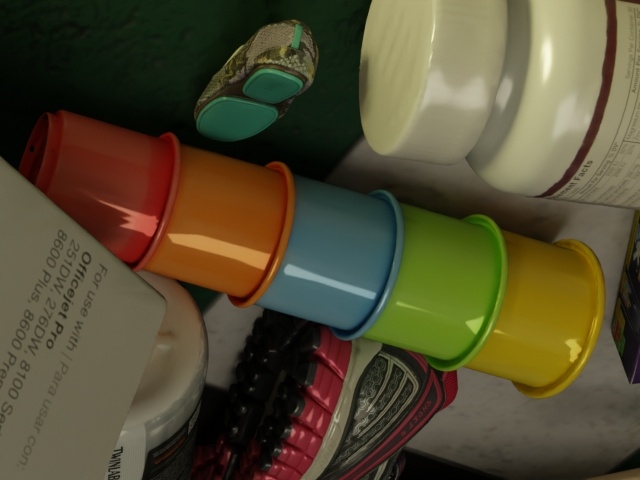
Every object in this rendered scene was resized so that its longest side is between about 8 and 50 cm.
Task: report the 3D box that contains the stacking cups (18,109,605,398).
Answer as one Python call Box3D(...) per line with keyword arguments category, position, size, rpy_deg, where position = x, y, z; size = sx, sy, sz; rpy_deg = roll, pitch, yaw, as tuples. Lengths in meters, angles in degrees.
Box3D(category="stacking cups", position=(0.000, 0.000, 0.771), size=(0.316, 0.096, 0.096), rpy_deg=(19, 130, -24))

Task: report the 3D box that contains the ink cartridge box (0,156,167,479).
Box3D(category="ink cartridge box", position=(-0.298, -0.002, 0.581), size=(0.285, 0.166, 0.395), rpy_deg=(-5, 145, 36))

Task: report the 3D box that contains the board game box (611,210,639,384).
Box3D(category="board game box", position=(0.254, 0.009, 0.853), size=(0.141, 0.048, 0.170), rpy_deg=(-7, 137, -5))

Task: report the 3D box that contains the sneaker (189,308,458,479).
Box3D(category="sneaker", position=(-0.017, 0.164, 0.914), size=(0.112, 0.121, 0.299), rpy_deg=(10, 133, -23))

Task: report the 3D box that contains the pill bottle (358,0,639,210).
Box3D(category="pill bottle", position=(0.138, -0.076, 0.688), size=(0.221, 0.121, 0.121), rpy_deg=(6, 134, -16))

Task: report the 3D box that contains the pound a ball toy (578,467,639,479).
Box3D(category="pound a ball toy", position=(0.163, 0.226, 0.999), size=(0.319, 0.136, 0.208), rpy_deg=(-4, 103, -13))

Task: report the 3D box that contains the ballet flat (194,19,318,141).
Box3D(category="ballet flat", position=(-0.029, -0.079, 0.707), size=(0.041, 0.041, 0.114), rpy_deg=(11, 165, -21))

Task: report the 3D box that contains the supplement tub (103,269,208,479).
Box3D(category="supplement tub", position=(-0.126, 0.101, 0.818), size=(0.117, 0.117, 0.190), rpy_deg=(-1, 145, -10))
